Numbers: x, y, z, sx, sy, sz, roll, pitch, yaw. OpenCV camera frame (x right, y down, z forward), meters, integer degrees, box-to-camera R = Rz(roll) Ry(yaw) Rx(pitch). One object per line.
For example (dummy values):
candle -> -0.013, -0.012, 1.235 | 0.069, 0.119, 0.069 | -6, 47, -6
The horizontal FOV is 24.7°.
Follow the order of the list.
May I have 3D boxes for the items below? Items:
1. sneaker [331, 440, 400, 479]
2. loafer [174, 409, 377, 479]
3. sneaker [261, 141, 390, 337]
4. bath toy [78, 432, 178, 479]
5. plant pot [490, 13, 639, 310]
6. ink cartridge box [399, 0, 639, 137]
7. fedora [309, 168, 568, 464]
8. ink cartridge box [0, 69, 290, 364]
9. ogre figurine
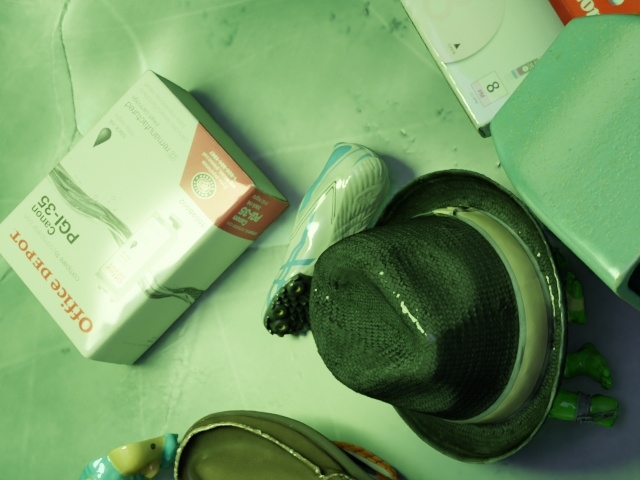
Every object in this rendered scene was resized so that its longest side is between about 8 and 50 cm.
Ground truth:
sneaker -> 0.081, 0.320, 1.566 | 0.262, 0.099, 0.121 | 28, 100, 28
loafer -> -0.014, 0.279, 1.492 | 0.366, 0.130, 0.133 | 22, 101, 29
sneaker -> 0.000, 0.000, 1.650 | 0.237, 0.085, 0.086 | -62, 35, 8
bath toy -> -0.150, 0.393, 1.617 | 0.348, 0.129, 0.151 | 65, 148, 18
plant pot -> 0.321, -0.086, 1.465 | 0.248, 0.247, 0.252 | -52, 55, 6
ink cartridge box -> 0.229, -0.250, 1.596 | 0.232, 0.066, 0.189 | -31, 74, 9
fedora -> 0.093, 0.079, 1.479 | 0.334, 0.153, 0.334 | 4, 95, 58
ink cartridge box -> -0.211, -0.021, 1.697 | 0.283, 0.117, 0.207 | -45, 71, 8
ogre figurine -> 0.230, 0.112, 1.540 | 0.118, 0.097, 0.197 | -18, 92, -2
